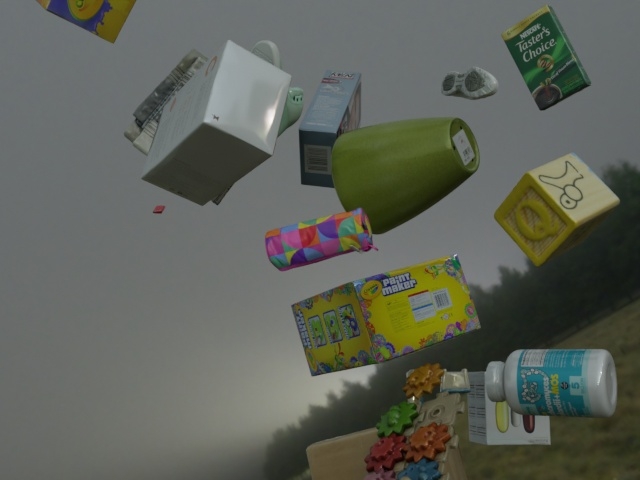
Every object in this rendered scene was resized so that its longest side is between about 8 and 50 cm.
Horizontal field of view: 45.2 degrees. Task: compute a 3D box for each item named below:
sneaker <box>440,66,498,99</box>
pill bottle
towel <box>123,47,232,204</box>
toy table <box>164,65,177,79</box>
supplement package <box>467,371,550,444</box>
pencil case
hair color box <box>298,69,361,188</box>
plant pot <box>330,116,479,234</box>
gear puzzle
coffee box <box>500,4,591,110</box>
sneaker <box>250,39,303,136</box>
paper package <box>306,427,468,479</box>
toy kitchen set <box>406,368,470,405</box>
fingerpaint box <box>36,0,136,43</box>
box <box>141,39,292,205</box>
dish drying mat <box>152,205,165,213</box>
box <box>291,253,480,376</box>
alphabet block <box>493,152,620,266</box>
[{"bbox_3d":[0.466,-0.461,2.285,0.115,0.090,0.232,9,9,-28],"label":"sneaker"},{"bbox_3d":[0.504,0.313,1.692,0.264,0.146,0.146,-6,1,32],"label":"pill bottle"},{"bbox_3d":[-0.306,-0.304,1.998,0.312,0.324,0.056,-54,-5,-10],"label":"towel"},{"bbox_3d":[-0.370,-0.379,2.234,0.252,0.160,0.274,9,-75,-55],"label":"toy table"},{"bbox_3d":[0.539,0.481,2.215,0.194,0.203,0.149,1,-10,-9],"label":"supplement package"},{"bbox_3d":[0.000,0.000,1.653,0.236,0.105,0.104,-13,-11,12],"label":"pencil case"},{"bbox_3d":[0.034,-0.334,2.256,0.374,0.113,0.185,-71,-16,-50],"label":"hair color box"},{"bbox_3d":[0.224,-0.183,1.859,0.293,0.275,0.274,-18,-4,37],"label":"plant pot"},{"bbox_3d":[0.156,0.315,1.308,0.175,0.044,0.339,-24,21,32],"label":"gear puzzle"},{"bbox_3d":[0.457,-0.370,1.564,0.113,0.184,0.040,-28,-7,33],"label":"coffee box"},{"bbox_3d":[-0.105,-0.381,1.872,0.151,0.094,0.256,-42,-36,-43],"label":"sneaker"},{"bbox_3d":[0.154,0.548,1.608,0.309,0.325,0.168,-20,-16,22],"label":"paper package"},{"bbox_3d":[0.336,0.434,2.206,0.166,0.122,0.207,-1,-12,3],"label":"toy kitchen set"},{"bbox_3d":[-0.451,-0.683,1.595,0.163,0.371,0.445,22,-77,-43],"label":"fingerpaint box"},{"bbox_3d":[-0.239,-0.250,1.721,0.168,0.215,0.345,25,-28,-26],"label":"box"},{"bbox_3d":[-0.543,-0.105,2.587,0.032,0.008,0.083,0,18,-3],"label":"dish drying mat"},{"bbox_3d":[0.139,0.170,1.706,0.289,0.177,0.279,-13,-8,-33],"label":"box"},{"bbox_3d":[0.604,-0.081,1.976,0.197,0.192,0.193,-22,-27,-33],"label":"alphabet block"}]
